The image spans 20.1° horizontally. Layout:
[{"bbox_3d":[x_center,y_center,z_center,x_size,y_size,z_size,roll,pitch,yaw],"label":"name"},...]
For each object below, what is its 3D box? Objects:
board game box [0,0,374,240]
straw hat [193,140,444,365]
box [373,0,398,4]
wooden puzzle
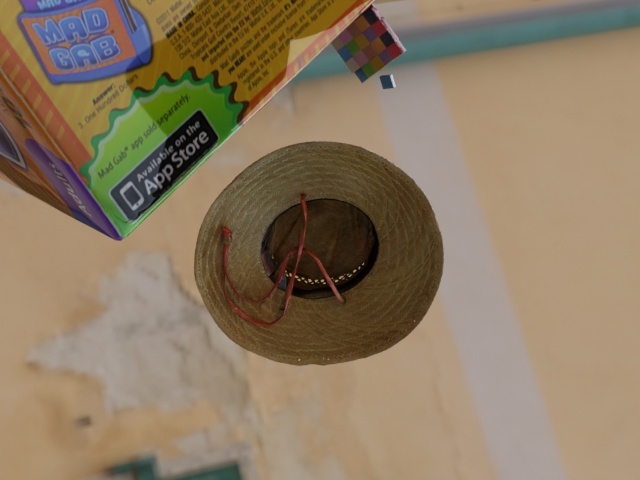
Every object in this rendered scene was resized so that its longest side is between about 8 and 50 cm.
[{"bbox_3d":[-0.174,-0.284,1.106,0.356,0.356,0.356,25,-26,49],"label":"board game box"},{"bbox_3d":[0.000,0.000,1.050,0.061,0.144,0.145,-77,165,-71],"label":"straw hat"},{"bbox_3d":[0.107,-0.257,1.394,0.021,0.164,0.201,57,-49,17],"label":"box"},{"bbox_3d":[0.030,-0.145,1.299,0.049,0.006,0.083,-33,-86,43],"label":"wooden puzzle"}]
